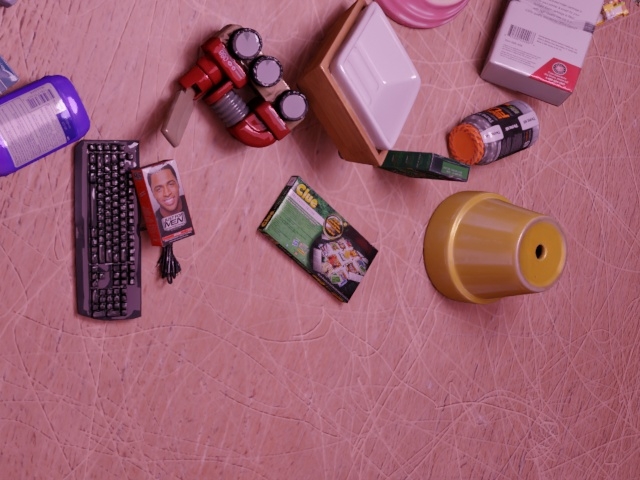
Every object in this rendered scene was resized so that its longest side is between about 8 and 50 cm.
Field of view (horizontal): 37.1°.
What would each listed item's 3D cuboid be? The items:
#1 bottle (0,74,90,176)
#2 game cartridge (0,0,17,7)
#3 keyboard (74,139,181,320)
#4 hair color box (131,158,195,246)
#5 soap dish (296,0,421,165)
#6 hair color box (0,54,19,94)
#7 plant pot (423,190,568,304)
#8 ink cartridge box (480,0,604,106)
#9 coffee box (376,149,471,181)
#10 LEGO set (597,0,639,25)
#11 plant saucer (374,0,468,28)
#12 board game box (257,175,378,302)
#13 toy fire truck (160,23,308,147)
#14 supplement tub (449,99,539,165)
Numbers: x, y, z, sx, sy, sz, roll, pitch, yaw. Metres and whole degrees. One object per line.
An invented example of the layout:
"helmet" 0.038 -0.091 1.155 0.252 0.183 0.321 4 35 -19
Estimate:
"bottle" -0.510 -0.162 1.512 0.283 0.092 0.118 -34 111 -28
"game cartridge" -0.502 -0.533 1.513 0.196 0.060 0.294 26 79 -30
"keyboard" -0.335 -0.019 1.686 0.201 0.033 0.317 -4 97 -35
"hair color box" -0.277 -0.066 1.678 0.072 0.043 0.141 -23 106 -35
"soap dish" 0.077 -0.305 1.841 0.229 0.118 0.291 56 35 -25
"hair color box" -0.624 -0.166 1.381 0.347 0.174 0.105 -46 117 -23
"plant pot" 0.395 0.020 2.076 0.254 0.239 0.254 -3 95 -36
"ink cartridge box" 0.501 -0.469 2.135 0.197 0.114 0.273 21 81 1
"coffee box" 0.207 -0.154 1.962 0.113 0.184 0.040 13 89 -37
"LEGO set" 0.635 -0.562 2.281 0.287 0.132 0.107 -21 89 -7
"plant saucer" 0.227 -0.616 2.000 0.332 0.084 0.332 -4 97 -35
"board game box" 0.000 0.000 1.924 0.260 0.030 0.136 43 72 -30
"toy fire truck" -0.171 -0.242 1.729 0.246 0.158 0.217 -40 111 -5
"supplement tub" 0.385 -0.236 2.121 0.190 0.117 0.117 -22 106 -33
